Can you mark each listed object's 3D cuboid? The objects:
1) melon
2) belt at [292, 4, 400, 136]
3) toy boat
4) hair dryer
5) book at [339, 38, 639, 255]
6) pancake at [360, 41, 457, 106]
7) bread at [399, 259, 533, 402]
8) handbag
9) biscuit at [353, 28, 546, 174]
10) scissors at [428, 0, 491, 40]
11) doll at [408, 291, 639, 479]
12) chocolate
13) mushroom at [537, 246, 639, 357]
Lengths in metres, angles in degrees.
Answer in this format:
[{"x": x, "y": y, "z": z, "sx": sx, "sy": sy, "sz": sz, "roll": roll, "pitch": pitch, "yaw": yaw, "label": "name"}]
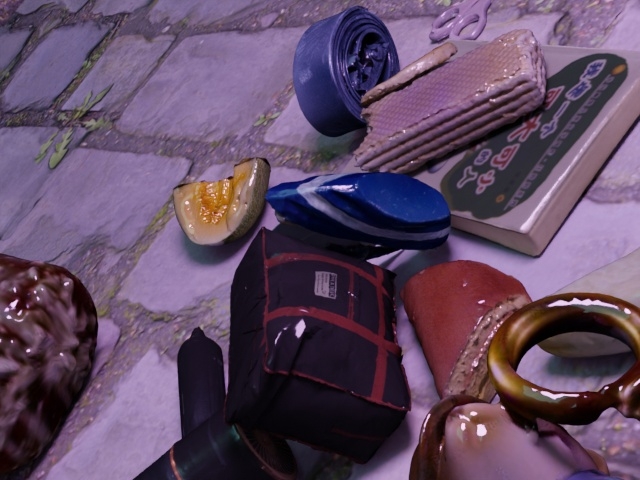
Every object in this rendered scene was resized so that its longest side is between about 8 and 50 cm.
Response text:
[{"x": -0.123, "y": -0.043, "z": 1.585, "sx": 0.160, "sy": 0.079, "sz": 0.128, "roll": -15, "pitch": 60, "yaw": 36, "label": "melon"}, {"x": 0.040, "y": -0.224, "z": 1.541, "sx": 0.082, "sy": 0.141, "sz": 0.190, "roll": -15, "pitch": 33, "yaw": 35, "label": "belt"}, {"x": 0.031, "y": 0.000, "z": 1.300, "sx": 0.292, "sy": 0.210, "sz": 0.070, "roll": 111, "pitch": 161, "yaw": -65, "label": "toy boat"}, {"x": -0.142, "y": 0.204, "z": 1.315, "sx": 0.189, "sy": 0.107, "sz": 0.352, "roll": -39, "pitch": 24, "yaw": 11, "label": "hair dryer"}, {"x": 0.189, "y": -0.126, "z": 1.358, "sx": 0.260, "sy": 0.043, "sz": 0.371, "roll": -52, "pitch": 32, "yaw": -13, "label": "book"}, {"x": 0.109, "y": -0.203, "z": 1.447, "sx": 0.139, "sy": 0.022, "sz": 0.139, "roll": -33, "pitch": 4, "yaw": 3, "label": "pancake"}, {"x": 0.145, "y": 0.074, "z": 1.150, "sx": 0.119, "sy": 0.067, "sz": 0.192, "roll": -38, "pitch": 33, "yaw": 10, "label": "bread"}, {"x": -0.001, "y": 0.104, "z": 1.182, "sx": 0.155, "sy": 0.169, "sz": 0.215, "roll": -55, "pitch": 24, "yaw": 36, "label": "handbag"}, {"x": 0.146, "y": -0.152, "z": 1.345, "sx": 0.238, "sy": 0.062, "sz": 0.108, "roll": -25, "pitch": 32, "yaw": 27, "label": "biscuit"}, {"x": 0.225, "y": -0.330, "z": 1.581, "sx": 0.189, "sy": 0.015, "sz": 0.100, "roll": -45, "pitch": 33, "yaw": -6, "label": "scissors"}, {"x": 0.195, "y": 0.212, "z": 0.805, "sx": 0.318, "sy": 0.209, "sz": 0.339, "roll": -47, "pitch": 30, "yaw": -10, "label": "doll"}, {"x": -0.420, "y": 0.163, "z": 1.543, "sx": 0.210, "sy": 0.225, "sz": 0.340, "roll": -1, "pitch": 55, "yaw": 38, "label": "chocolate"}, {"x": 0.330, "y": 0.031, "z": 0.984, "sx": 0.333, "sy": 0.087, "sz": 0.107, "roll": -15, "pitch": 43, "yaw": 41, "label": "mushroom"}]
